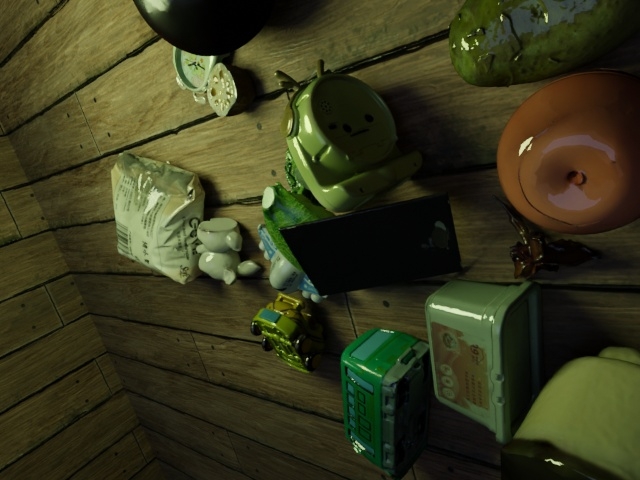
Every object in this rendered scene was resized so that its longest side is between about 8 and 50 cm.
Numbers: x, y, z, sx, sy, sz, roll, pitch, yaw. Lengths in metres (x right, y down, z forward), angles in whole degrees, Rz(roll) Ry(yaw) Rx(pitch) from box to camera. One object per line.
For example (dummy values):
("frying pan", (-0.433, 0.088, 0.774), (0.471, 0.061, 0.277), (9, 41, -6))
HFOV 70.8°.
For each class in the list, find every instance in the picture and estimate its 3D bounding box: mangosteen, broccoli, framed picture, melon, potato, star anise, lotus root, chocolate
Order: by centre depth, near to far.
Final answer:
("potato", (0.326, -0.325, 0.641), (0.298, 0.141, 0.176), (-13, 117, 36))
("chocolate", (0.510, 0.355, 0.749), (0.314, 0.297, 0.325), (21, 142, 40))
("star anise", (0.388, -0.009, 0.821), (0.141, 0.144, 0.158), (20, 151, -26))
("framed picture", (0.110, 0.021, 0.915), (0.324, 0.013, 0.244), (-12, 138, 15))
("mangosteen", (-0.234, -0.515, 0.925), (0.297, 0.297, 0.313), (42, 160, 15))
("melon", (0.000, 0.000, 0.997), (0.324, 0.124, 0.196), (28, 140, -34))
("broccoli", (0.002, -0.151, 1.003), (0.196, 0.156, 0.195), (1, 100, 8))
("lotus root", (-0.224, -0.375, 1.119), (0.112, 0.081, 0.122), (56, 136, 4))

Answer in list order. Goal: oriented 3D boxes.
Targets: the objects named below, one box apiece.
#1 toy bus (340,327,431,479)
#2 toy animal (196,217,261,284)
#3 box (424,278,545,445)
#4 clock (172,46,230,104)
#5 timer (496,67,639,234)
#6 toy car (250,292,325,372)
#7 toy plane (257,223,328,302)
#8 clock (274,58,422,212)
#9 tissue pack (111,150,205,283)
("toy bus", (0.159, 0.397, 1.133), (0.200, 0.184, 0.343), (17, 122, 37))
("toy animal", (-0.287, 0.032, 1.360), (0.179, 0.128, 0.192), (6, 113, 37))
("box", (0.330, 0.229, 0.920), (0.183, 0.175, 0.311), (11, 119, 47))
("clock", (-0.316, -0.458, 1.166), (0.151, 0.062, 0.191), (44, 134, 13))
("timer", (0.379, -0.125, 0.650), (0.230, 0.215, 0.229), (20, 129, 26))
("toy car", (-0.078, 0.261, 1.291), (0.201, 0.142, 0.247), (16, 144, 35))
("toy plane", (-0.066, 0.051, 1.186), (0.267, 0.123, 0.266), (22, 127, 33))
("clock", (0.040, -0.218, 0.868), (0.307, 0.235, 0.096), (59, 146, 4))
("tissue pack", (-0.527, -0.075, 1.460), (0.390, 0.195, 0.375), (23, 122, 29))
